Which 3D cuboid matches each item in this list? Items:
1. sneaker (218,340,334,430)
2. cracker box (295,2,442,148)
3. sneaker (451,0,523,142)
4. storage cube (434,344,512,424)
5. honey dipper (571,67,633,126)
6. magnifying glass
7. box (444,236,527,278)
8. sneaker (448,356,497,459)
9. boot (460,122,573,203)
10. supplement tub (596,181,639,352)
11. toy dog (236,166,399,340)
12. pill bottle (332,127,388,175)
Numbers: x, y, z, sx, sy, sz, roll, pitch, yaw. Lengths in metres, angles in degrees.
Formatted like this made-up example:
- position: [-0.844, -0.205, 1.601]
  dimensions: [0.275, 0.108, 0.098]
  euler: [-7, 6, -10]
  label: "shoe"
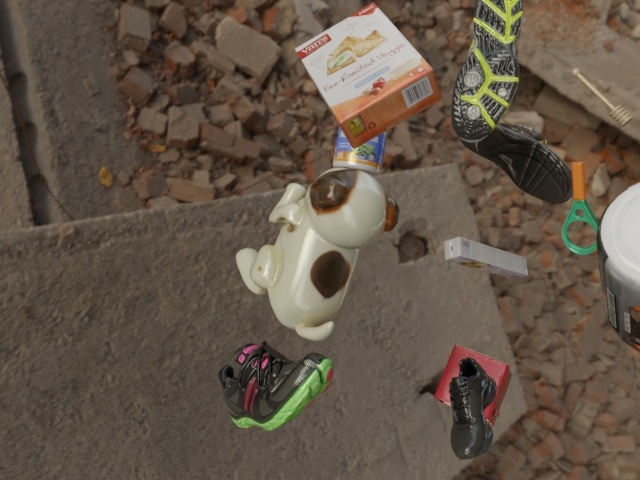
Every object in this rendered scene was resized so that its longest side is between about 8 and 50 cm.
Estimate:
- position: [-0.143, 0.359, 1.505]
  dimensions: [0.185, 0.483, 0.202]
  euler: [-33, 91, -40]
  label: "sneaker"
- position: [0.069, -0.269, 0.942]
  dimensions: [0.067, 0.156, 0.232]
  euler: [55, 8, -48]
  label: "cracker box"
- position: [0.415, -0.407, 1.419]
  dimensions: [0.147, 0.145, 0.384]
  euler: [37, 69, -67]
  label: "sneaker"
- position: [0.515, 0.484, 1.982]
  dimensions: [0.193, 0.215, 0.183]
  euler: [-65, 152, -12]
  label: "storage cube"
- position: [0.584, -0.303, 1.238]
  dimensions: [0.031, 0.030, 0.160]
  euler: [-20, 64, -46]
  label: "honey dipper"
- position: [0.621, -0.075, 1.412]
  dimensions: [0.026, 0.092, 0.230]
  euler: [-25, 112, -41]
  label: "magnifying glass"
- position: [0.520, 0.058, 1.845]
  dimensions: [0.324, 0.063, 0.067]
  euler: [14, 68, -33]
  label: "box"
- position: [0.364, 0.414, 1.477]
  dimensions: [0.130, 0.109, 0.286]
  euler: [56, 31, -20]
  label: "sneaker"
- position: [0.626, -0.252, 1.776]
  dimensions: [0.377, 0.138, 0.284]
  euler: [38, 27, 27]
  label: "boot"
- position: [0.573, 0.066, 0.969]
  dimensions: [0.338, 0.207, 0.207]
  euler: [50, 38, -49]
  label: "supplement tub"
- position: [0.000, 0.000, 1.447]
  dimensions: [0.285, 0.407, 0.395]
  euler: [23, 28, -19]
  label: "toy dog"
- position: [0.132, -0.344, 1.820]
  dimensions: [0.152, 0.152, 0.271]
  euler: [10, 89, -39]
  label: "pill bottle"
